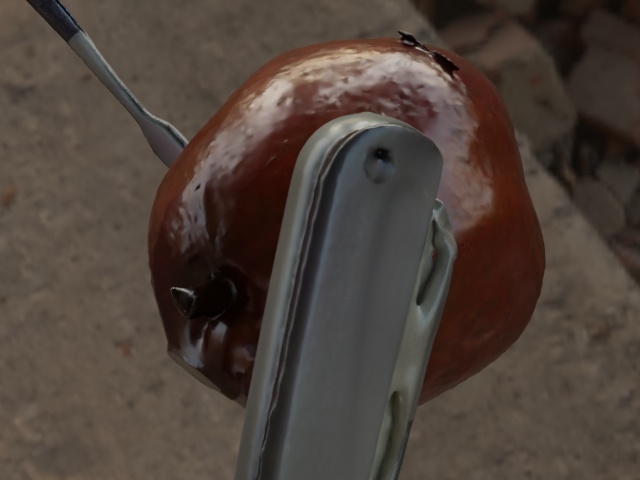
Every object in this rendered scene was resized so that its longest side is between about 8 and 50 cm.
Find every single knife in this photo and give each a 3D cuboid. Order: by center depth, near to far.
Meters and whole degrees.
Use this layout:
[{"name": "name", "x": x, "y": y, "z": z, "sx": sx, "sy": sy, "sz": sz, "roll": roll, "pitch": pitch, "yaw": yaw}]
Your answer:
[{"name": "knife", "x": 0.003, "y": 0.081, "z": 0.775, "sx": 0.073, "sy": 0.266, "sz": 0.040, "roll": 12, "pitch": 1, "yaw": -24}]

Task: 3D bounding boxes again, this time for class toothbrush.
[{"name": "toothbrush", "x": -0.173, "y": -0.149, "z": 1.263, "sx": 0.024, "sy": 0.026, "sz": 0.288, "roll": -44, "pitch": 84, "yaw": 14}]

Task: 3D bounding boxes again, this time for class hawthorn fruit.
[{"name": "hawthorn fruit", "x": 0.000, "y": 0.000, "z": 0.901, "sx": 0.185, "sy": 0.185, "sz": 0.202, "roll": 23, "pitch": 33, "yaw": 34}]
